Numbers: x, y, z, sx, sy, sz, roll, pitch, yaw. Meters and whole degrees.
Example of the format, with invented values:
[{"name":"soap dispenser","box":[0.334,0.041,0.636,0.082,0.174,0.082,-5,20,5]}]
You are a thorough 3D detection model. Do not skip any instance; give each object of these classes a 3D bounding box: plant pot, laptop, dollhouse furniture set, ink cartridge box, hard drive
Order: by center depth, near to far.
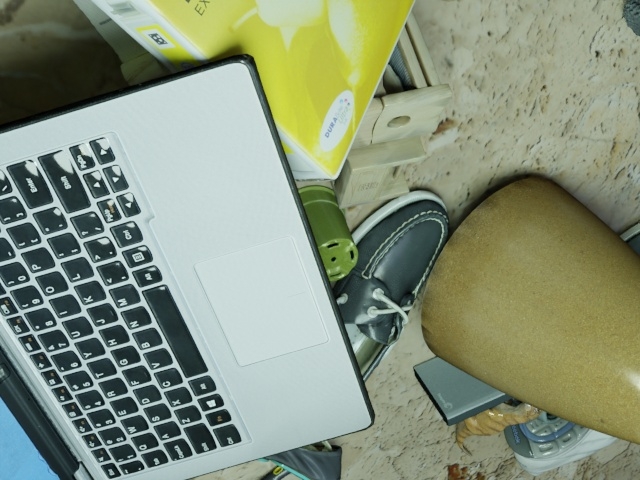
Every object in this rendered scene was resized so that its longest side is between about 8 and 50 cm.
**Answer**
[{"name":"laptop","box":[-0.178,0.140,0.686,0.407,0.236,0.382,-16,129,3]},{"name":"ink cartridge box","box":[-0.039,-0.252,0.716,0.307,0.072,0.304,41,65,-40]},{"name":"dollhouse furniture set","box":[0.021,-0.127,0.915,0.128,0.129,0.184,-12,158,-13]},{"name":"plant pot","box":[0.000,0.000,0.995,0.083,0.079,0.083,-11,126,-16]},{"name":"plant pot","box":[0.278,0.095,1.038,0.237,0.254,0.237,-25,133,-29]},{"name":"hard drive","box":[0.191,0.160,1.180,0.135,0.094,0.022,-22,129,-9]}]

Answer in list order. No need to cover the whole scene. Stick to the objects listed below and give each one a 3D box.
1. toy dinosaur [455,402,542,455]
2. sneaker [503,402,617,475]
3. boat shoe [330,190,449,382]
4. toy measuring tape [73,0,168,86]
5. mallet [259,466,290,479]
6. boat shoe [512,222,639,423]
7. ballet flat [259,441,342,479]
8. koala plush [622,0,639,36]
[{"name":"toy dinosaur","box":[0.194,0.223,1.233,0.064,0.112,0.211,-39,178,-34]},{"name":"sneaker","box":[0.378,0.218,1.317,0.297,0.111,0.129,-22,144,-5]},{"name":"boat shoe","box":[0.048,0.085,1.066,0.114,0.091,0.303,22,111,-34]},{"name":"toy measuring tape","box":[-0.220,-0.216,0.718,0.121,0.121,0.330,-34,129,1]},{"name":"mallet","box":[-0.119,0.325,1.197,0.189,0.062,0.039,-40,132,-14]},{"name":"boat shoe","box":[0.359,0.098,1.210,0.319,0.099,0.116,-44,128,9]},{"name":"ballet flat","box":[-0.052,0.230,1.143,0.203,0.074,0.074,30,107,-30]},{"name":"koala plush","box":[0.384,-0.302,0.908,0.196,0.203,0.221,35,92,-38]}]
